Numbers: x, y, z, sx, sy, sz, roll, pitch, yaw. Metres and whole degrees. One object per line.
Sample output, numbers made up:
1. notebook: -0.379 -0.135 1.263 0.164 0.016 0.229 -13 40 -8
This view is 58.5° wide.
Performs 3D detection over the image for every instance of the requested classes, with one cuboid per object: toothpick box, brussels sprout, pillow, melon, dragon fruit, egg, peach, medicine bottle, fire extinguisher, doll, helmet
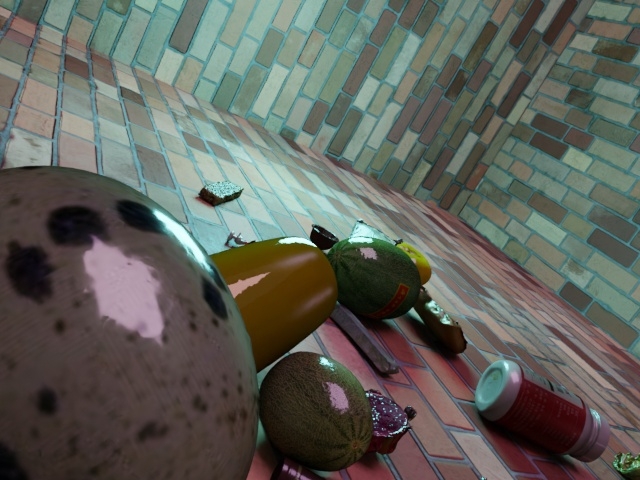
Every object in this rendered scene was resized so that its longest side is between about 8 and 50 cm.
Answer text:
1. toothpick box: -0.103 0.092 0.781 0.175 0.175 0.271 38 39 27
2. brussels sprout: 0.696 0.505 1.273 0.085 0.058 0.085 -5 20 2
3. pillow: 0.134 0.036 1.610 0.169 0.059 0.255 23 33 9
4. melon: 0.128 0.090 1.313 0.287 0.182 0.182 22 17 -40
5. dragon fruit: 0.070 0.279 0.855 0.112 0.068 0.126 26 25 30
6. egg: -0.213 0.099 0.499 0.287 0.288 0.379 9 32 -51
7. peach: 0.255 0.074 1.733 0.179 0.103 0.179 22 16 -7
8. medicine bottle: 0.453 0.351 1.173 0.250 0.131 0.131 27 16 -6
9. fire extinguisher: 0.014 0.315 0.679 0.158 0.043 0.064 29 46 1
10. doll: -0.170 0.006 1.310 0.085 0.040 0.058 29 3 -20
11. melon: -0.011 0.219 0.753 0.139 0.139 0.192 18 5 -36
12. helmet: 0.000 0.000 1.590 0.089 0.057 0.111 33 11 2

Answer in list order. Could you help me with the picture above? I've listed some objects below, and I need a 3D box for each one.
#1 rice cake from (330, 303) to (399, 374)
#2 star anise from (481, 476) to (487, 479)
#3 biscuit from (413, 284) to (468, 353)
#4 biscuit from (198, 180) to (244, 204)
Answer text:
1. rice cake: 0.086 0.201 1.169 0.043 0.034 0.211 27 13 -44
2. star anise: 0.225 0.397 0.782 0.124 0.056 0.129 -11 41 -28
3. biscuit: 0.265 0.166 1.448 0.299 0.045 0.154 52 -8 40
4. biscuit: -0.269 -0.133 1.571 0.064 0.034 0.199 32 16 3
